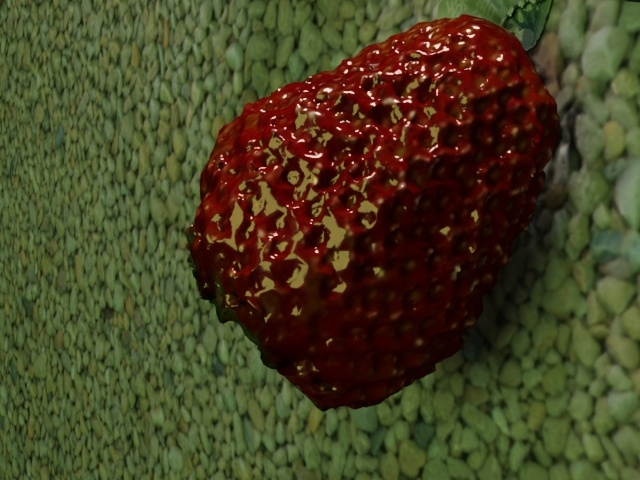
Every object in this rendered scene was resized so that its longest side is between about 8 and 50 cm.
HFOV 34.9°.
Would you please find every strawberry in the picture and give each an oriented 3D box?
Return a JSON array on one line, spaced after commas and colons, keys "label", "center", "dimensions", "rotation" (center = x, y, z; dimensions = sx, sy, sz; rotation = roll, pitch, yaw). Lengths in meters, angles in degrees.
[{"label": "strawberry", "center": [0.038, -0.051, 0.886], "dimensions": [0.351, 0.267, 0.312], "rotation": [-50, 44, 14]}]

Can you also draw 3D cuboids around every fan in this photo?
[{"label": "fan", "center": [0.155, -0.213, 0.912], "dimensions": [0.131, 0.009, 0.240], "rotation": [60, 135, 35]}]

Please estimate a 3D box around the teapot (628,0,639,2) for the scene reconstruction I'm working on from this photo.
[{"label": "teapot", "center": [0.228, -0.235, 0.734], "dimensions": [0.149, 0.111, 0.108], "rotation": [50, 143, 33]}]
